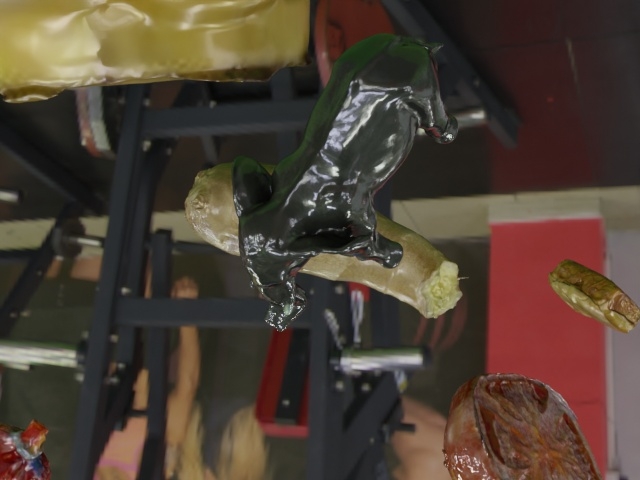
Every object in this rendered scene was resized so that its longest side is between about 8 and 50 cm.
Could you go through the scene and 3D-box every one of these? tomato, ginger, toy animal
[{"bbox_3d":[0.223,0.259,1.090,0.237,0.236,0.095,22,133,-37],"label":"tomato"},{"bbox_3d":[-0.003,0.004,1.285,0.376,0.166,0.236,33,169,-6],"label":"ginger"},{"bbox_3d":[0.011,-0.045,0.698,0.115,0.245,0.146,20,180,21],"label":"toy animal"}]

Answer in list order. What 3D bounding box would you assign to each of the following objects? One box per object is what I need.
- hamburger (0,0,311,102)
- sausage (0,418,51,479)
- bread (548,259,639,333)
[{"bbox_3d":[-0.136,-0.199,0.519,0.277,0.236,0.276,-1,-163,0],"label":"hamburger"},{"bbox_3d":[-0.274,0.210,0.669,0.074,0.074,0.274,25,123,-40],"label":"sausage"},{"bbox_3d":[0.355,0.072,1.237,0.074,0.053,0.132,37,-179,-31],"label":"bread"}]
